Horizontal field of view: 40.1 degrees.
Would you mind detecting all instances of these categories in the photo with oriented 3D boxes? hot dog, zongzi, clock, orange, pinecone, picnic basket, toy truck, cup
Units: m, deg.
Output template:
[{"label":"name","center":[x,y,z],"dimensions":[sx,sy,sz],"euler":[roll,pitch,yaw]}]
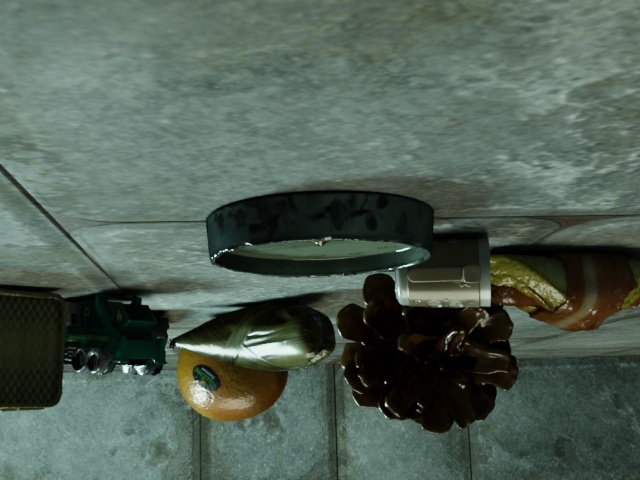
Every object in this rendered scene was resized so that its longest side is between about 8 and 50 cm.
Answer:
[{"label":"hot dog","center":[0.303,0.062,1.056],"dimensions":[0.261,0.093,0.123],"euler":[1,168,-14]},{"label":"zongzi","center":[-0.110,0.151,1.394],"dimensions":[0.242,0.112,0.221],"euler":[2,170,-16]},{"label":"clock","center":[0.000,0.000,0.823],"dimensions":[0.215,0.042,0.215],"euler":[-2,169,0]},{"label":"orange","center":[-0.158,0.230,1.578],"dimensions":[0.206,0.206,0.206],"euler":[-2,169,0]},{"label":"pinecone","center":[0.129,0.129,1.078],"dimensions":[0.228,0.202,0.201],"euler":[6,-174,12]},{"label":"picnic basket","center":[-0.481,0.148,1.177],"dimensions":[0.266,0.165,0.139],"euler":[7,167,-37]},{"label":"toy truck","center":[-0.321,0.135,1.287],"dimensions":[0.216,0.116,0.110],"euler":[-2,170,42]},{"label":"cup","center":[0.128,0.041,0.922],"dimensions":[0.099,0.074,0.102],"euler":[-2,-155,9]}]

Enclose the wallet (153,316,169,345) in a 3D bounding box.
[{"label":"wallet","center":[-0.479,0.166,1.529],"dimensions":[0.406,0.062,0.228],"euler":[2,168,-17]}]
